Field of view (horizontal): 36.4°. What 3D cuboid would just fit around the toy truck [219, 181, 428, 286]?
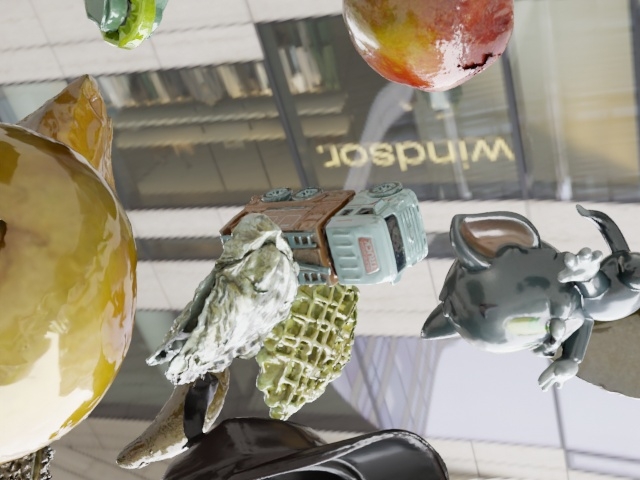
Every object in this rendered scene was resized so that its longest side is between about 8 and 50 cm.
[{"bbox_3d":[0.000,0.000,1.517,0.306,0.136,0.162,-2,-157,33],"label":"toy truck"}]

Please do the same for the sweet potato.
[{"bbox_3d":[-0.209,0.249,1.583,0.124,0.098,0.310,-16,-148,35],"label":"sweet potato"}]

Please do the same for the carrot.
[{"bbox_3d":[-0.367,-0.026,1.252,0.341,0.241,0.241,-29,-147,15],"label":"carrot"}]

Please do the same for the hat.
[{"bbox_3d":[-0.036,0.246,1.007,0.336,0.238,0.209,-31,-152,15],"label":"hat"}]

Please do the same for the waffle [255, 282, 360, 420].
[{"bbox_3d":[-0.020,0.223,2.046,0.073,0.317,0.297,24,-138,37],"label":"waffle"}]

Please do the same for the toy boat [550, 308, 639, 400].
[{"bbox_3d":[0.572,0.199,1.776,0.294,0.111,0.276,-30,-129,-19],"label":"toy boat"}]

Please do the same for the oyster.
[{"bbox_3d":[-0.119,0.077,1.253,0.267,0.198,0.112,-47,-108,12],"label":"oyster"}]

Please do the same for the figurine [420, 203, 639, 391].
[{"bbox_3d":[0.238,0.034,0.938,0.265,0.193,0.140,-23,-123,-12],"label":"figurine"}]

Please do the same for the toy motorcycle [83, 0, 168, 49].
[{"bbox_3d":[-0.230,-0.407,1.172,0.200,0.326,0.191,34,-160,37],"label":"toy motorcycle"}]

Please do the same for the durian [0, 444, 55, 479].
[{"bbox_3d":[-0.460,0.327,1.357,0.167,0.196,0.196,-14,-145,17],"label":"durian"}]

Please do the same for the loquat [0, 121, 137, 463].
[{"bbox_3d":[-0.266,0.038,0.721,0.263,0.263,0.263,-11,-144,9],"label":"loquat"}]

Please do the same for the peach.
[{"bbox_3d":[0.137,-0.305,1.263,0.231,0.231,0.231,-11,-144,9],"label":"peach"}]
